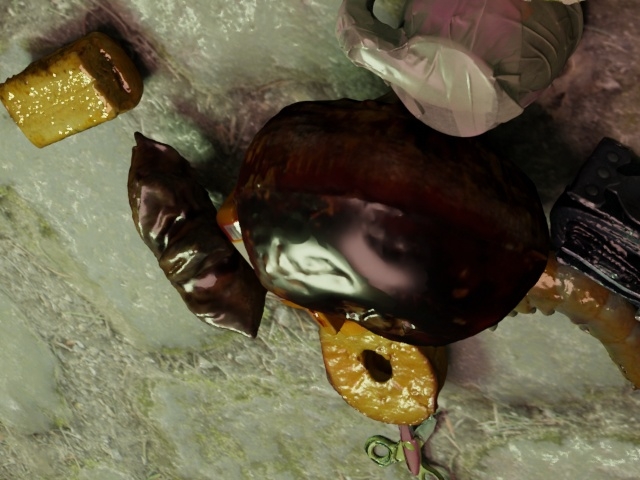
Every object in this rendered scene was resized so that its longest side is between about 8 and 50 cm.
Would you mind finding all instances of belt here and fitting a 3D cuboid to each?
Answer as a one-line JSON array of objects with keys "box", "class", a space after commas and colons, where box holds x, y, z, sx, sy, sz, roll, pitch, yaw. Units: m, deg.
[{"box": [0.341, 0.012, 1.785, 0.218, 0.128, 0.122, 31, 144, 9], "class": "belt"}]

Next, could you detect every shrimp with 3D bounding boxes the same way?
[{"box": [0.275, 0.079, 1.985, 0.287, 0.068, 0.185, 20, 146, 5], "class": "shrimp"}]

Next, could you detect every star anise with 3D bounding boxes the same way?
[{"box": [-0.144, 0.016, 2.100, 0.315, 0.108, 0.315, 54, 176, 6], "class": "star anise"}]

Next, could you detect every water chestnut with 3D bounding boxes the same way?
[{"box": [0.091, -0.050, 1.808, 0.350, 0.302, 0.350, 15, 173, 2], "class": "water chestnut"}]

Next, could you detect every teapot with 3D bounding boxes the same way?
[{"box": [0.133, -0.209, 1.662, 0.221, 0.178, 0.163, 45, 142, -11], "class": "teapot"}]

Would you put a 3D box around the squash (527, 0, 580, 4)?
[{"box": [0.213, -0.320, 1.543, 0.219, 0.041, 0.219, 8, 117, 17], "class": "squash"}]

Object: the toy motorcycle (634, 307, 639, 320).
[{"box": [0.437, 0.098, 1.849, 0.215, 0.080, 0.122, 4, 135, 38], "class": "toy motorcycle"}]

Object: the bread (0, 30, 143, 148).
[{"box": [-0.308, -0.185, 2.119, 0.211, 0.083, 0.114, -15, 116, 46], "class": "bread"}]

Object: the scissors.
[{"box": [0.124, 0.278, 2.346, 0.133, 0.020, 0.187, 29, 145, 16], "class": "scissors"}]

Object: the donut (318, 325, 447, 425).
[{"box": [0.085, 0.144, 2.186, 0.174, 0.074, 0.190, -1, 126, 41], "class": "donut"}]

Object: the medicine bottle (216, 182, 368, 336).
[{"box": [0.001, 0.000, 2.023, 0.112, 0.149, 0.222, -14, 122, 48], "class": "medicine bottle"}]
